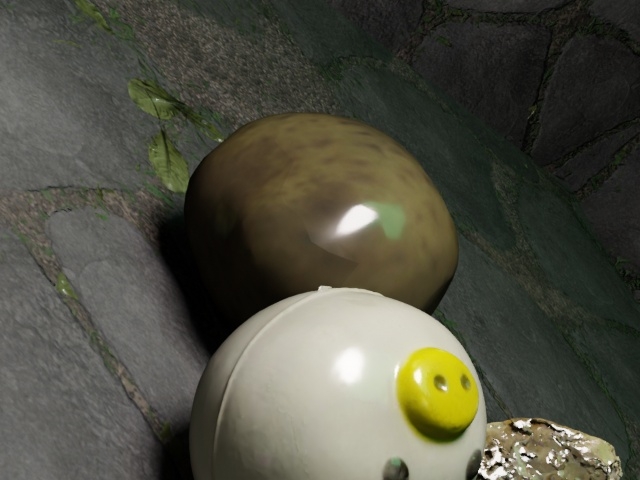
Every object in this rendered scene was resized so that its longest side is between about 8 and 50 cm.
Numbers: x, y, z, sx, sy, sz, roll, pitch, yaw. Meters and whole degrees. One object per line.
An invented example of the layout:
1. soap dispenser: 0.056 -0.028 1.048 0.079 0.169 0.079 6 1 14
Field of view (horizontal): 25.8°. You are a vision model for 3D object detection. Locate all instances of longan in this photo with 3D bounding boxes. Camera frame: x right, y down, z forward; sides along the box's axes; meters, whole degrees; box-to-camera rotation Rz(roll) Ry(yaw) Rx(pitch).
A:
1. longan: 0.000 0.000 1.901 0.404 0.336 0.404 26 14 -7

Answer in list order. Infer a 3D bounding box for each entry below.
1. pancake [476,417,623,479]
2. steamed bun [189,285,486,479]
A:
1. pancake: 0.252 0.401 1.729 0.382 0.382 0.071 57 -9 20
2. steamed bun: 0.023 0.218 1.602 0.374 0.334 0.334 3 49 -47
